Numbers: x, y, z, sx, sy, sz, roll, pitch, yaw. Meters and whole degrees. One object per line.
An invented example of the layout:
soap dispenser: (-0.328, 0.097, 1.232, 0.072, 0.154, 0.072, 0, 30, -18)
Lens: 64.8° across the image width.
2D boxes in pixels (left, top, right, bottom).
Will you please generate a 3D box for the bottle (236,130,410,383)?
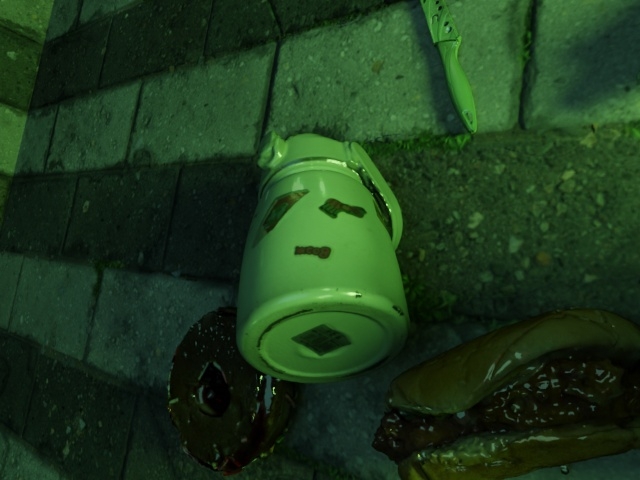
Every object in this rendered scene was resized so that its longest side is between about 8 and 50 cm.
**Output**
bottle: (0.000, 0.000, 0.703, 0.229, 0.229, 0.352, -34, 40, 28)

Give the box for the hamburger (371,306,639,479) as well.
hamburger: (0.205, 0.173, 0.534, 0.281, 0.245, 0.156, -8, 61, -9)

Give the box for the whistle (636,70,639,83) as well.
whistle: (0.435, -0.233, 0.489, 0.244, 0.092, 0.110, -36, 63, 25)

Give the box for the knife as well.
knife: (0.191, -0.284, 0.748, 0.043, 0.019, 0.293, -27, 62, 34)

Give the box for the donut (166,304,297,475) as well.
donut: (-0.148, 0.243, 0.839, 0.269, 0.103, 0.270, -11, 72, 39)
